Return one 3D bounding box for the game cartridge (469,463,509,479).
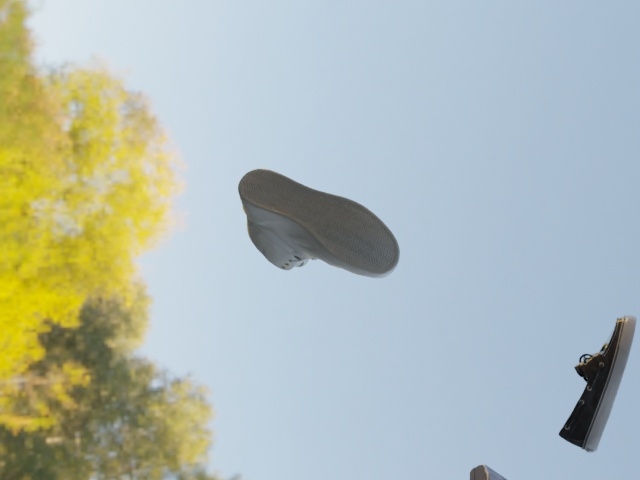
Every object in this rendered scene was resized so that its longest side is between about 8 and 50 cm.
[{"bbox_3d":[0.277,0.451,1.443,0.060,0.196,0.294,-41,-158,29],"label":"game cartridge"}]

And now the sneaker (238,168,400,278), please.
[{"bbox_3d":[0.000,0.000,1.820,0.292,0.108,0.169,30,-26,16],"label":"sneaker"}]

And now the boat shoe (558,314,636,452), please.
[{"bbox_3d":[0.436,0.218,1.734,0.080,0.076,0.228,41,69,-74],"label":"boat shoe"}]
